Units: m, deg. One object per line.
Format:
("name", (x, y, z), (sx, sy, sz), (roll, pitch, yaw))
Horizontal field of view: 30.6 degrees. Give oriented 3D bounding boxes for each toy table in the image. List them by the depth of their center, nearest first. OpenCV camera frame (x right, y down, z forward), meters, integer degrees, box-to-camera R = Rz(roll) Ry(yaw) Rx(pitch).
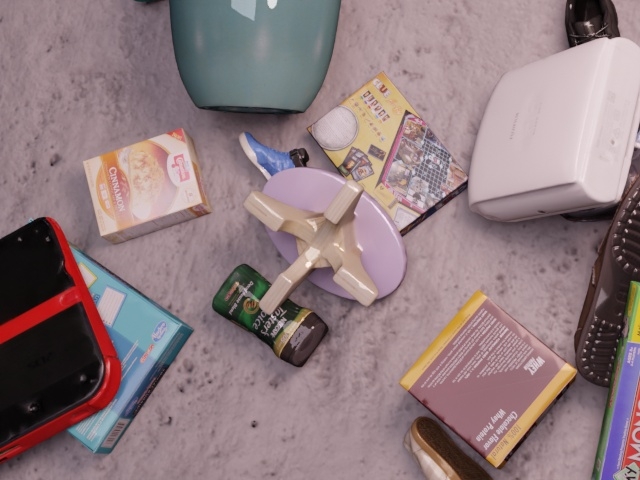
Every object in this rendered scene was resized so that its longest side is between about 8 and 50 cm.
("toy table", (0.000, 0.000, 1.858), (0.274, 0.161, 0.252), (28, 106, 12))

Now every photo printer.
("photo printer", (0.348, -0.160, 1.796), (0.107, 0.307, 0.256), (23, 75, -25))

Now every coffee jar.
("coffee jar", (-0.081, 0.125, 1.915), (0.184, 0.079, 0.096), (34, 86, 15))

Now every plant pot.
("plant pot", (-0.112, -0.329, 1.923), (0.293, 0.293, 0.235), (4, 93, 12))

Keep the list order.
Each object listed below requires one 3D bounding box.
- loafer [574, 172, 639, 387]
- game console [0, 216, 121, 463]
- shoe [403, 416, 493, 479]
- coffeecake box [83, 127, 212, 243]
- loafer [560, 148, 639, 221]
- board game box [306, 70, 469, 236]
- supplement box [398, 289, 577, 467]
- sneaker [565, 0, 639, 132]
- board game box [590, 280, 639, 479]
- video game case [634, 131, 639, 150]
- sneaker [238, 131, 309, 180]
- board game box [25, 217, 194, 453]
("loafer", (0.467, 0.036, 1.770), (0.134, 0.130, 0.365), (23, 98, -5))
("game console", (-0.545, 0.188, 1.929), (0.387, 0.060, 0.342), (-28, 70, 4))
("shoe", (0.211, 0.372, 1.819), (0.219, 0.077, 0.058), (50, 126, 17))
("coffeecake box", (-0.297, -0.093, 2.009), (0.186, 0.068, 0.142), (-18, 74, 6))
("loafer", (0.519, -0.089, 1.844), (0.303, 0.095, 0.109), (-10, 69, 6))
("board game box", (0.114, -0.141, 1.953), (0.165, 0.042, 0.243), (-37, 74, 2))
("supplement box", (0.260, 0.217, 1.803), (0.194, 0.129, 0.191), (40, 88, 16))
("sneaker", (0.440, -0.292, 1.869), (0.109, 0.130, 0.286), (-18, 71, 15))
("board game box", (0.533, 0.231, 1.714), (0.214, 0.046, 0.317), (8, 99, -3))
("video game case", (0.605, -0.210, 1.883), (0.212, 0.023, 0.193), (24, 84, 15))
("sneaker", (-0.067, -0.140, 1.978), (0.085, 0.058, 0.152), (-39, 78, 7))
("board game box", (-0.423, 0.159, 1.973), (0.336, 0.079, 0.253), (33, 87, 16))
